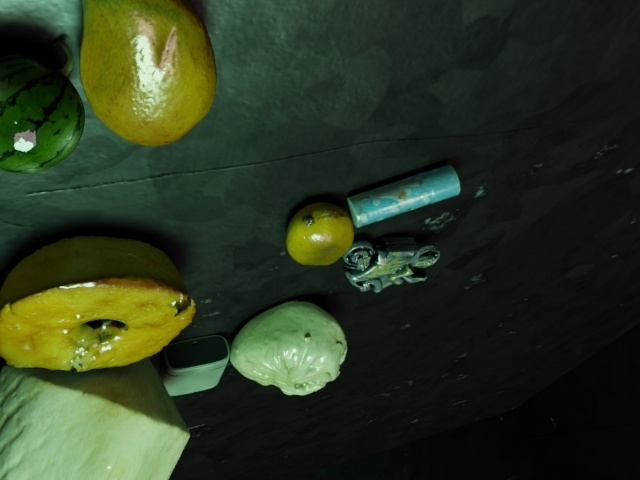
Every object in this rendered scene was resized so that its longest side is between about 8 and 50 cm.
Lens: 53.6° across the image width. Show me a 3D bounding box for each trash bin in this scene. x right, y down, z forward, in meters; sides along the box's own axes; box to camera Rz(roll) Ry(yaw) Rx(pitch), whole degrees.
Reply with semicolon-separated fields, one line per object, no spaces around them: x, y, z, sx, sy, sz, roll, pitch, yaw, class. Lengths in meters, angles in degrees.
-0.235;0.233;1.168;0.116;0.059;0.130;-7;149;-23;trash bin

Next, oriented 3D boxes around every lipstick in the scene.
0.118;-0.064;0.908;0.158;0.048;0.048;-18;152;-6;lipstick

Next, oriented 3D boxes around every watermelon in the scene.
-0.243;-0.106;0.526;0.109;0.108;0.109;-17;152;-9;watermelon

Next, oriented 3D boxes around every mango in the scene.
-0.143;-0.151;0.536;0.115;0.089;0.165;2;142;-22;mango
0.000;0.000;0.927;0.101;0.066;0.187;-19;160;-4;mango

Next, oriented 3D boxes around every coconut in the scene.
-0.352;0.289;0.967;0.329;0.328;0.328;-17;152;-9;coconut

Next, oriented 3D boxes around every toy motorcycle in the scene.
0.109;0.045;1.077;0.194;0.061;0.124;3;137;-29;toy motorcycle

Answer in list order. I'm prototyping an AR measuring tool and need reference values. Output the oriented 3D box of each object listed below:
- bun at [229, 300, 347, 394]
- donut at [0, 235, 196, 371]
-0.051;0.213;1.178;0.230;0.145;0.229;-19;155;-9;bun
-0.290;0.090;0.820;0.254;0.118;0.253;-19;154;-9;donut
